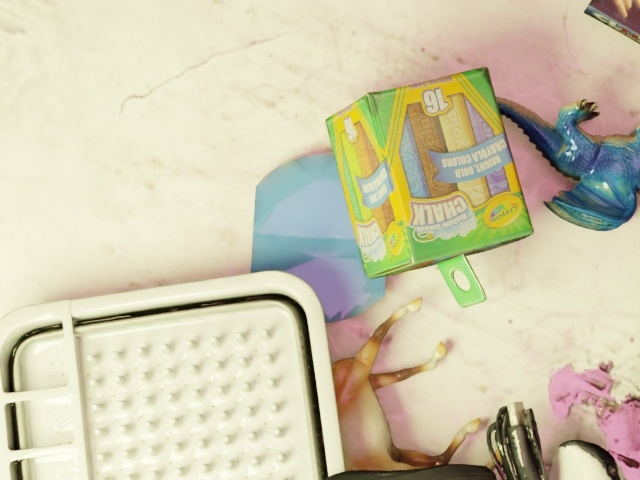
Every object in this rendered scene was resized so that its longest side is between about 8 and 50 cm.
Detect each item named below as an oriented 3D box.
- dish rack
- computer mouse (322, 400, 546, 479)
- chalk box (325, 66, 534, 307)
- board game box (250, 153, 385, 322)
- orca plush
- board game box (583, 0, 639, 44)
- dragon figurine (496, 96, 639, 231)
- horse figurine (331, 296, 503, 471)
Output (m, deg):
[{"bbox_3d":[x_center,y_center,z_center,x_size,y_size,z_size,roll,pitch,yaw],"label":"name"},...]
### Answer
[{"bbox_3d":[-0.145,0.189,1.675,0.333,0.072,0.285,-9,77,5],"label":"dish rack"},{"bbox_3d":[0.107,0.255,1.606,0.272,0.072,0.188,-6,85,-25],"label":"computer mouse"},{"bbox_3d":[0.106,-0.038,1.669,0.132,0.132,0.213,-13,85,-20],"label":"chalk box"},{"bbox_3d":[0.000,0.000,1.740,0.133,0.033,0.168,2,80,4],"label":"board game box"},{"bbox_3d":[0.298,0.331,1.674,0.102,0.151,0.287,-2,62,-34],"label":"orca plush"},{"bbox_3d":[0.393,-0.290,1.728,0.165,0.042,0.243,31,89,4],"label":"board game box"},{"bbox_3d":[0.267,-0.057,1.702,0.289,0.085,0.144,12,88,2],"label":"dragon figurine"},{"bbox_3d":[0.066,0.183,1.712,0.174,0.066,0.263,-27,84,-4],"label":"horse figurine"}]
